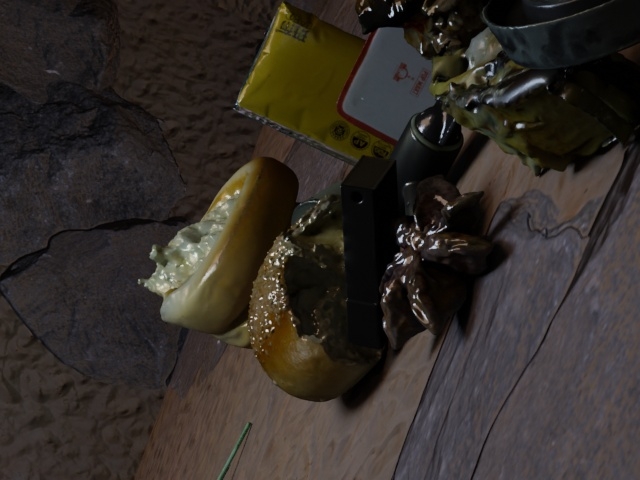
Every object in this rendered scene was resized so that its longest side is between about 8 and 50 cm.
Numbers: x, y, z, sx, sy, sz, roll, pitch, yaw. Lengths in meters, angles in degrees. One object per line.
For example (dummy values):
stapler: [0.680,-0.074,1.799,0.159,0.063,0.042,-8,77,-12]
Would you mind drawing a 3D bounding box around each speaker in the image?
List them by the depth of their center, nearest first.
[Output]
speaker: [0.060,0.016,1.315,0.082,0.044,0.218,-55,-33,-50]

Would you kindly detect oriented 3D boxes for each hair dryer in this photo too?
hair dryer: [0.132,-0.043,1.365,0.195,0.078,0.248,116,159,-44]

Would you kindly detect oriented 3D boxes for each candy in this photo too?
candy: [-0.167,0.402,1.935,0.202,0.061,0.061,-62,8,-25]

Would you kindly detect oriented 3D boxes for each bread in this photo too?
bread: [-0.011,0.085,1.502,0.192,0.171,0.314,-52,17,41]
bread: [-0.136,0.039,1.963,0.329,0.245,0.424,-35,17,12]

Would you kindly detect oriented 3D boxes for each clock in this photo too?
clock: [0.245,-0.217,0.927,0.226,0.049,0.226,-26,22,11]

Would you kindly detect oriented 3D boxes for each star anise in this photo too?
star anise: [0.115,0.027,1.227,0.197,0.073,0.212,-68,18,5]

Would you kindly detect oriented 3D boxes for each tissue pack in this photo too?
tissue pack: [0.017,-0.242,1.812,0.134,0.271,0.192,-163,96,-84]

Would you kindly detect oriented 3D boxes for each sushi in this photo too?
sushi: [0.208,-0.138,1.071,0.131,0.139,0.291,-62,20,-8]
sushi: [0.166,-0.307,1.354,0.238,0.218,0.225,127,159,-53]

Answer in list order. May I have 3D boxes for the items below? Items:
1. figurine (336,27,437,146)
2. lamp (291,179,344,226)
figurine: [0.137,-0.250,1.624,0.183,0.160,0.226,-62,2,20]
lamp: [0.000,0.000,1.703,0.215,0.121,0.121,-54,1,-40]
